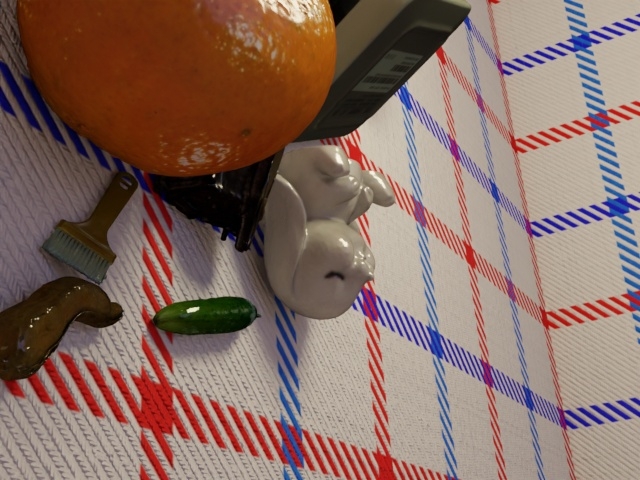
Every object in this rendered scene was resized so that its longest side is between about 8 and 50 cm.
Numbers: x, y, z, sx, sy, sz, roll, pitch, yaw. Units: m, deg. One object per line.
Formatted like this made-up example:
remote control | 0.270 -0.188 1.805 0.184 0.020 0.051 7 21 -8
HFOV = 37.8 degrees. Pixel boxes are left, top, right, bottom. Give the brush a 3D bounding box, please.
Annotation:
brush | -0.275 -0.028 1.177 0.082 0.010 0.218 37 32 -15

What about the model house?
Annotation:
model house | -0.146 -0.111 1.380 0.141 0.164 0.203 112 -3 -59

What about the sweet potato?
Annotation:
sweet potato | -0.296 0.087 1.037 0.233 0.062 0.081 -36 122 -67

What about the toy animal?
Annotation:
toy animal | 0.000 0.000 1.550 0.271 0.206 0.265 20 69 -61

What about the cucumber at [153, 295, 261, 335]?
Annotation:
cucumber | -0.147 0.105 1.329 0.250 0.056 0.056 2 74 -63

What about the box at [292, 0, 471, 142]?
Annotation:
box | 0.093 -0.324 1.722 0.090 0.373 0.367 50 24 11

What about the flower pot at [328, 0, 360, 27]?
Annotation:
flower pot | 0.056 -0.540 1.735 0.299 0.299 0.283 17 44 -60

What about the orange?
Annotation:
orange | -0.182 -0.271 1.177 0.424 0.326 0.424 39 28 -26
